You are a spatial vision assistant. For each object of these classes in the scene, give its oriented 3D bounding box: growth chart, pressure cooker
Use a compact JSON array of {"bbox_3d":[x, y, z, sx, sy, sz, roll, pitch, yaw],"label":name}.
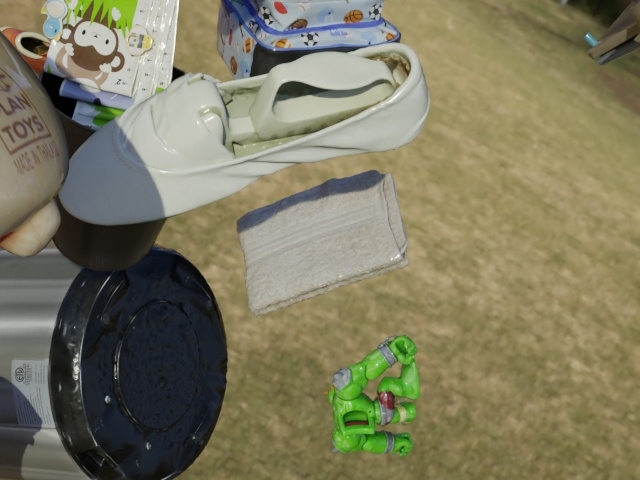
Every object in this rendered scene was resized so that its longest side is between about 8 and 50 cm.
[{"bbox_3d":[-0.226,-0.224,1.216,0.172,0.237,0.021,3,5,14],"label":"growth chart"},{"bbox_3d":[-0.398,0.176,1.679,0.421,0.369,0.375,-3,-33,30],"label":"pressure cooker"}]

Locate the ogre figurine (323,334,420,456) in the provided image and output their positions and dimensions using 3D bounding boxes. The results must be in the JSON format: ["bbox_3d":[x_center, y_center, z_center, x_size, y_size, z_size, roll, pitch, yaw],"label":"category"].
[{"bbox_3d":[0.071,0.219,1.514,0.118,0.197,0.096,-11,54,-16],"label":"ogre figurine"}]

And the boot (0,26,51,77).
[{"bbox_3d":[-0.431,-0.289,1.775,0.085,0.059,0.158,9,-7,45],"label":"boot"}]

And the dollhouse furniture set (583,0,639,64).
[{"bbox_3d":[0.465,-0.260,1.353,0.198,0.303,0.286,44,-13,-4],"label":"dollhouse furniture set"}]

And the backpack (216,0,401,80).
[{"bbox_3d":[-0.035,-0.317,1.681,0.277,0.213,0.263,-5,29,-27],"label":"backpack"}]

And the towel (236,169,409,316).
[{"bbox_3d":[0.000,0.000,1.808,0.049,0.282,0.187,51,23,-52],"label":"towel"}]

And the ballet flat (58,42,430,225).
[{"bbox_3d":[-0.075,-0.126,1.144,0.400,0.139,0.139,-15,31,-13],"label":"ballet flat"}]

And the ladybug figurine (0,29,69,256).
[{"bbox_3d":[-0.348,-0.121,0.648,0.449,0.162,0.305,39,19,-1],"label":"ladybug figurine"}]

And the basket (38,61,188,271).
[{"bbox_3d":[-0.242,-0.084,1.325,0.204,0.226,0.154,12,43,-13],"label":"basket"}]
